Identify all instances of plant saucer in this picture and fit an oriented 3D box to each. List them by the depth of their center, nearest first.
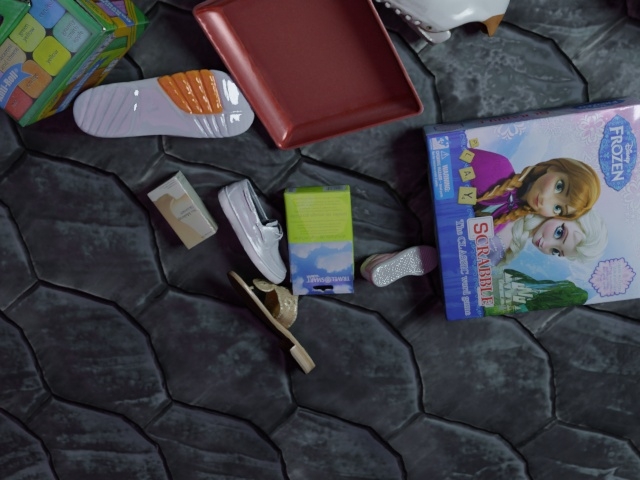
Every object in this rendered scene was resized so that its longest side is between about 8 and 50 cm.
[{"bbox_3d":[-0.012,-0.265,1.005,0.259,0.048,0.258,-10,127,34],"label":"plant saucer"}]

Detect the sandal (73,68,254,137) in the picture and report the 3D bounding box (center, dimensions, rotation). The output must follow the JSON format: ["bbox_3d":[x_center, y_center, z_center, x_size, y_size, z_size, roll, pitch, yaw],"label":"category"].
[{"bbox_3d":[-0.236,-0.208,1.084,0.265,0.076,0.102,-3,103,-11],"label":"sandal"}]

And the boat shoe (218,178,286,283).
[{"bbox_3d":[-0.097,-0.016,1.167,0.063,0.066,0.184,-27,98,13],"label":"boat shoe"}]

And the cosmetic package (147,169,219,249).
[{"bbox_3d":[-0.224,-0.050,1.165,0.060,0.041,0.115,-32,106,13],"label":"cosmetic package"}]

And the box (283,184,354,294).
[{"bbox_3d":[0.000,0.000,1.174,0.109,0.042,0.178,-2,111,4],"label":"box"}]

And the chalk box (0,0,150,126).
[{"bbox_3d":[-0.381,-0.284,0.950,0.180,0.289,0.179,-42,104,16],"label":"chalk box"}]

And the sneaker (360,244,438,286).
[{"bbox_3d":[0.127,0.037,1.185,0.134,0.070,0.051,-18,105,-22],"label":"sneaker"}]

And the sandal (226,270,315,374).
[{"bbox_3d":[-0.065,0.119,1.219,0.079,0.088,0.240,-41,114,-17],"label":"sandal"}]

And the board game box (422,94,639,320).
[{"bbox_3d":[0.335,-0.043,1.111,0.318,0.066,0.319,-8,112,6],"label":"board game box"}]

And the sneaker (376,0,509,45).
[{"bbox_3d":[0.127,-0.336,0.996,0.290,0.106,0.123,3,118,-9],"label":"sneaker"}]
